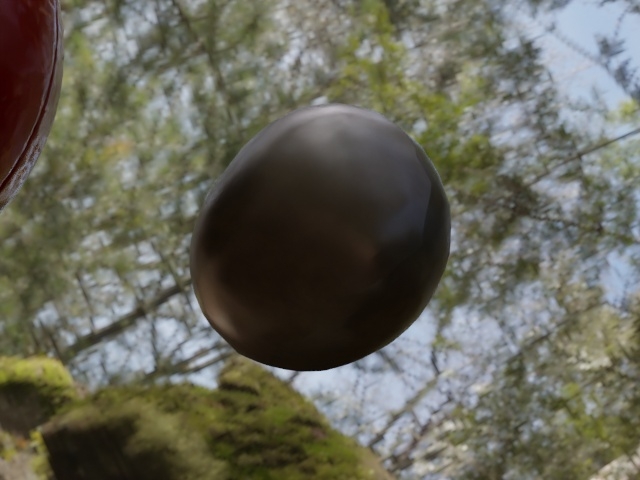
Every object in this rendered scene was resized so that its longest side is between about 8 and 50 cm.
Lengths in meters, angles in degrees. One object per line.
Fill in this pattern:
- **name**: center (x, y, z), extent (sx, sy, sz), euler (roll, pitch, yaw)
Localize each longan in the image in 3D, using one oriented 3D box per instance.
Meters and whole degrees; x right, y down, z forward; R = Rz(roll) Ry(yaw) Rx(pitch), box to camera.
- **longan**: center (0.000, 0.000, 0.830), extent (0.189, 0.189, 0.189), euler (33, -45, 41)

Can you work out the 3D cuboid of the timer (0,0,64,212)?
- **timer**: center (-0.370, -0.144, 0.847), extent (0.279, 0.378, 0.378), euler (128, -63, -85)
